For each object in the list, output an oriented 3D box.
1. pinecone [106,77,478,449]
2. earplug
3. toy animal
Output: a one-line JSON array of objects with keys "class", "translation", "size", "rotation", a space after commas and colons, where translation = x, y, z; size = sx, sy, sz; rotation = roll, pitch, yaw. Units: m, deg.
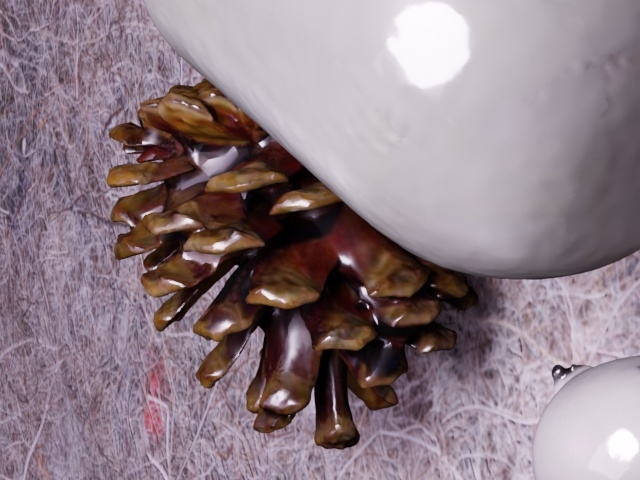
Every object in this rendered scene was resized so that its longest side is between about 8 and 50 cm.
[{"class": "pinecone", "translation": [0.000, 0.000, 1.616], "size": [0.384, 0.384, 0.384], "rotation": [7, 98, 57]}, {"class": "earplug", "translation": [0.099, -0.158, 1.218], "size": [0.394, 0.313, 0.312], "rotation": [44, 128, 42]}, {"class": "toy animal", "translation": [0.249, 0.201, 1.370], "size": [0.187, 0.165, 0.235], "rotation": [-18, 75, 53]}]
